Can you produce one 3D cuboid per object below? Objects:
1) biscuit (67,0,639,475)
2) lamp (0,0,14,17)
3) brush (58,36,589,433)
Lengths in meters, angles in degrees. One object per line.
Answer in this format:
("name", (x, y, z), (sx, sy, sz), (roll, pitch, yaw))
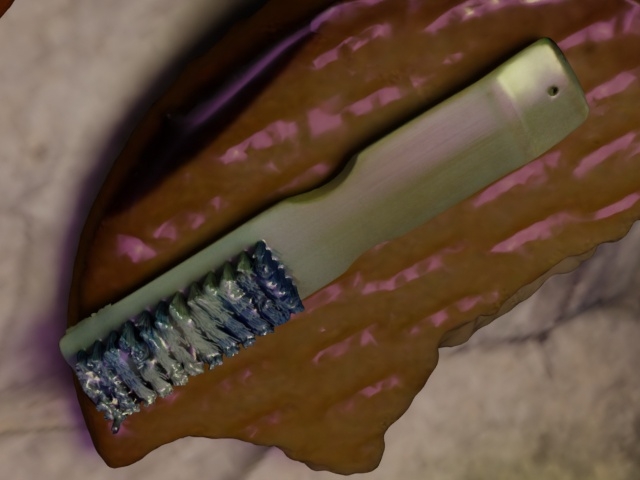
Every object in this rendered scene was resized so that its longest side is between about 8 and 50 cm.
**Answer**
("biscuit", (0.031, -0.007, 0.611), (0.228, 0.031, 0.176), (-7, 120, -6))
("lamp", (-0.142, -0.133, 0.422), (0.223, 0.196, 0.223), (11, 126, 15))
("brush", (0.000, 0.000, 0.576), (0.178, 0.030, 0.033), (-32, 108, 9))
